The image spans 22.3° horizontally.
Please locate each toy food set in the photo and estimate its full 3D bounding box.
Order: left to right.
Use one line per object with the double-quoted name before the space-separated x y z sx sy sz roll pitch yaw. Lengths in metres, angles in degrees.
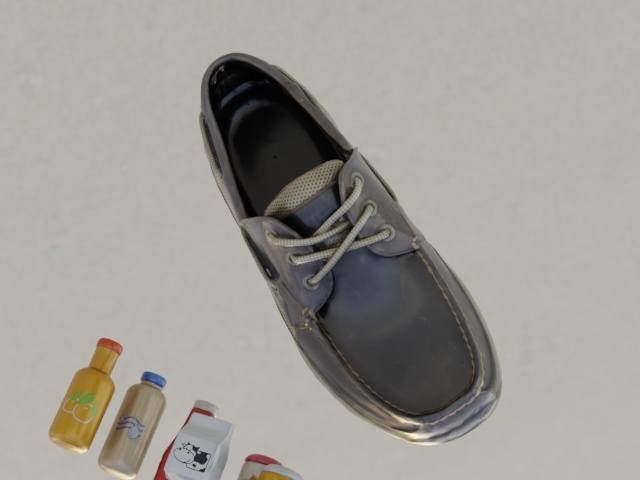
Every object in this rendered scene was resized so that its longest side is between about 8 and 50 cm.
"toy food set" -0.113 0.175 1.461 0.232 0.104 0.111 14 156 16

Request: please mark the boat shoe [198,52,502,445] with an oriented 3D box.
"boat shoe" 0.000 0.000 1.184 0.132 0.355 0.130 -39 148 1
